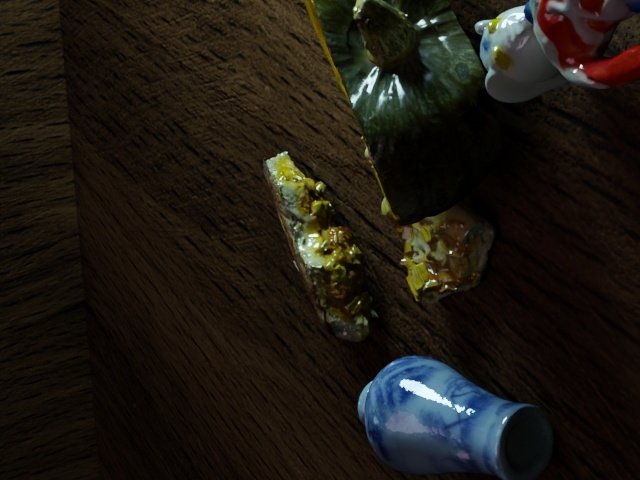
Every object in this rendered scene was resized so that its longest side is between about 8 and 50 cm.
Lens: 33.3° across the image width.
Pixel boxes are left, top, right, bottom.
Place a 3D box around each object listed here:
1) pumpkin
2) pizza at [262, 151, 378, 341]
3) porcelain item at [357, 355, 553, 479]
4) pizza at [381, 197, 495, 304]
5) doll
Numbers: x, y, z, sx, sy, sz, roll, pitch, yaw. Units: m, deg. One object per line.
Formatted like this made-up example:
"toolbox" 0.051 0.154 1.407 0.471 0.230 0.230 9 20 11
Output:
"pumpkin" 0.078 -0.182 1.103 0.222 0.139 0.317 74 178 -72
"pizza" 0.000 0.000 1.475 0.161 0.086 0.305 83 165 -68
"porcelain item" 0.147 0.213 1.250 0.259 0.141 0.141 7 108 52
"pizza" 0.129 0.010 1.259 0.182 0.062 0.161 38 140 49
"doll" 0.228 -0.210 0.858 0.384 0.099 0.188 135 132 -68
